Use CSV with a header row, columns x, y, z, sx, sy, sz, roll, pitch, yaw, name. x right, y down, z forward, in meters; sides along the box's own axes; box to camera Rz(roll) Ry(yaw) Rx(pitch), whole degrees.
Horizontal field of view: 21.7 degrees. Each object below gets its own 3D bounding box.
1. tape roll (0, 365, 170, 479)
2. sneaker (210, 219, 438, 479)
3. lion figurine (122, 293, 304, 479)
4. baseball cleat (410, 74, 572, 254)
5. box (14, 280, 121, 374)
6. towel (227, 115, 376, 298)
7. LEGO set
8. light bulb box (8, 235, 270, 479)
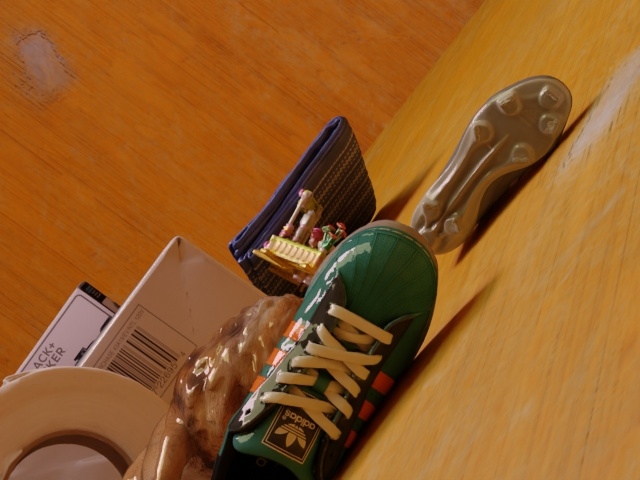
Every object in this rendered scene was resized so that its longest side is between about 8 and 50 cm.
x,y,z,sx,sy,sz,roll,pitch,yaw,name
-0.264,0.276,1.755,0.286,0.286,0.100,-55,3,-18,tape roll
0.000,0.125,1.338,0.302,0.108,0.121,-61,1,27,sneaker
-0.128,0.218,1.609,0.392,0.142,0.240,-41,24,42,lion figurine
0.152,-0.077,1.488,0.206,0.072,0.109,-47,0,28,baseball cleat
-0.270,0.210,2.362,0.169,0.290,0.087,-53,4,4,box
-0.017,-0.017,2.302,0.243,0.040,0.336,-53,-19,-11,towel
0.000,0.000,2.101,0.107,0.132,0.287,-61,4,-9,LEGO set
-0.206,0.208,2.098,0.358,0.225,0.361,-54,5,-10,light bulb box
